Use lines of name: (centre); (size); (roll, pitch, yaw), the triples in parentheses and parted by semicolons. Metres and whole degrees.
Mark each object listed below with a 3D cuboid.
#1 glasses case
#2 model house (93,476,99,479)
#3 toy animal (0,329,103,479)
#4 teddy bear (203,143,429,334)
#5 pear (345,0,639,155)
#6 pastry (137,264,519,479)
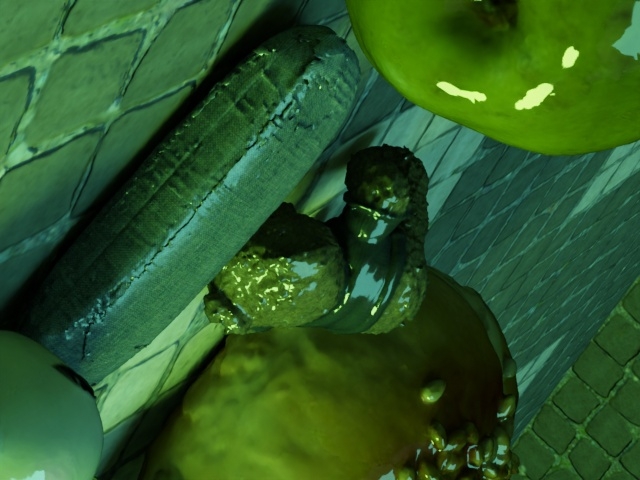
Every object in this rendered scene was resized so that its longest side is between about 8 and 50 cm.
glasses case: (-0.080, -0.017, 1.158); (0.282, 0.067, 0.109); (-47, 161, 5)
model house: (-0.211, 0.323, 1.460); (0.194, 0.170, 0.211); (-41, 164, -32)
toy animal: (-0.194, 0.129, 1.091); (0.166, 0.138, 0.179); (-37, 155, -47)
teddy bear: (0.016, 0.012, 1.379); (0.251, 0.129, 0.182); (-23, 150, -59)
pear: (0.144, -0.178, 1.045); (0.253, 0.253, 0.307); (-58, 170, 33)
pastry: (0.023, 0.199, 1.615); (0.409, 0.245, 0.409); (-44, 159, -21)
